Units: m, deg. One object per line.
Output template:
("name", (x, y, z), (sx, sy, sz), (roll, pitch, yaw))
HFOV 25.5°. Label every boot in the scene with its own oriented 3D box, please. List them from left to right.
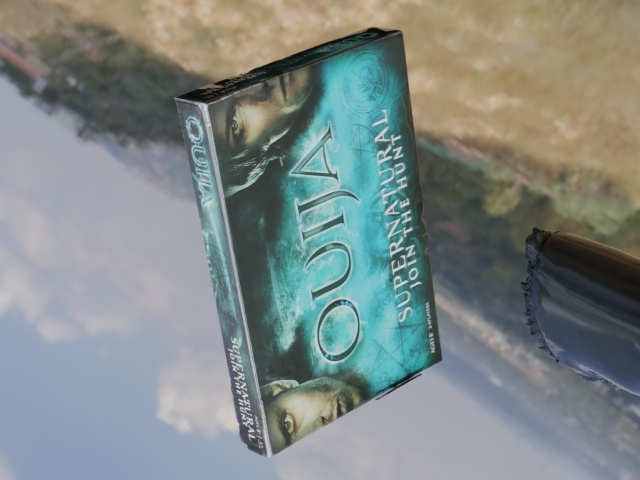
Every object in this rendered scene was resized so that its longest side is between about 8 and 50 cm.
("boot", (0.101, 0.019, 0.414), (0.099, 0.045, 0.121), (26, 163, 42))

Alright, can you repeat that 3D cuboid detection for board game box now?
("board game box", (0.000, 0.000, 0.705), (0.026, 0.126, 0.186), (16, 123, 47))
